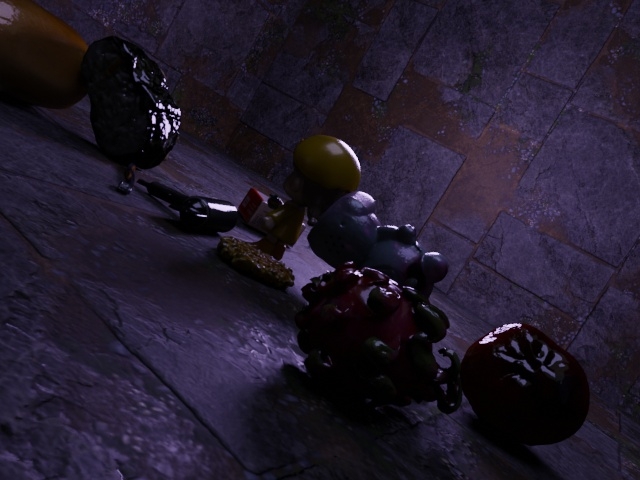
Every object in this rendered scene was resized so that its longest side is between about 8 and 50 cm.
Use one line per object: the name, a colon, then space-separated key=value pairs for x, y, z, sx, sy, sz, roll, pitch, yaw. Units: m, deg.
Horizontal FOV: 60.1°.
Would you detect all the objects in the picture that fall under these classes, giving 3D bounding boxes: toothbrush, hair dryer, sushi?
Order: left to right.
toothbrush: x=-0.451 y=-0.151 z=1.308 sx=0.031 sy=0.023 sz=0.321 roll=31 pitch=6 yaw=-21
sushi: x=-0.513 y=-0.376 z=1.504 sx=0.350 sy=0.211 sz=0.171 roll=68 pitch=20 yaw=7
hair dryer: x=-0.335 y=-0.092 z=1.260 sx=0.248 sy=0.078 sz=0.195 roll=23 pitch=4 yaw=17

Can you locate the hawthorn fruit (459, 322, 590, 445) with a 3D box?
hawthorn fruit: x=0.391 y=0.282 z=1.067 sx=0.230 sy=0.210 sz=0.266 roll=28 pitch=-10 yaw=25

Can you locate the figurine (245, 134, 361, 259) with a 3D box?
figurine: x=-0.042 y=-0.102 z=1.379 sx=0.187 sy=0.343 sz=0.215 roll=36 pitch=9 yaw=3

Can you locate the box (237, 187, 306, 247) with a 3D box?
box: x=-0.154 y=-0.068 z=1.701 sx=0.182 sy=0.099 sz=0.133 roll=28 pitch=9 yaw=-32

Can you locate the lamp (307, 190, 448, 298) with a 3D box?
lamp: x=0.112 y=0.050 z=1.243 sx=0.301 sy=0.247 sz=0.247 roll=45 pitch=28 yaw=9

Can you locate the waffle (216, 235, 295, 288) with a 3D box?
waffle: x=-0.137 y=0.044 z=1.172 sx=0.191 sy=0.038 sz=0.191 roll=31 pitch=7 yaw=-4

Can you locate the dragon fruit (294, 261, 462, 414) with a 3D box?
dragon fruit: x=0.091 y=0.146 z=0.811 sx=0.273 sy=0.218 sz=0.198 roll=31 pitch=42 yaw=-45

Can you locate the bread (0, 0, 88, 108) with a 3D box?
bread: x=-0.815 y=-0.517 z=1.462 sx=0.348 sy=0.253 sz=0.376 roll=30 pitch=4 yaw=27
